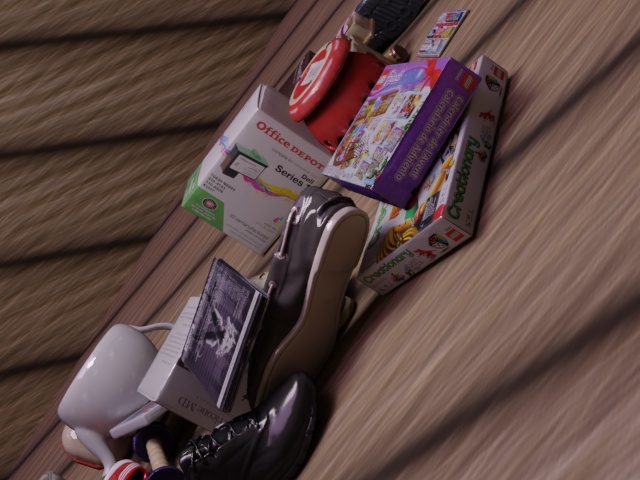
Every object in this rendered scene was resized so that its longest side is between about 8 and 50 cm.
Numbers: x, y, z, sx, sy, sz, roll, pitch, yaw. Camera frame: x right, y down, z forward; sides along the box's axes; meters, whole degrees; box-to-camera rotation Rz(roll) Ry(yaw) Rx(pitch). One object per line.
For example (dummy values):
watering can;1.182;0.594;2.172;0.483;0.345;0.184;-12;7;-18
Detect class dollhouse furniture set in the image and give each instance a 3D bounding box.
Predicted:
dollhouse furniture set;0.058;-0.318;1.834;0.182;0.101;0.161;-47;26;39

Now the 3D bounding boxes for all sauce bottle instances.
sauce bottle;0.120;-0.326;1.836;0.128;0.042;0.042;-46;20;41

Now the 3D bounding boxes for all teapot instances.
teapot;-0.394;0.303;1.916;0.256;0.187;0.252;-58;3;14

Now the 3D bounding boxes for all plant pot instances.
plant pot;0.049;-0.244;1.662;0.191;0.174;0.191;-52;18;25

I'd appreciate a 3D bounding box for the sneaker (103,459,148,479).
sneaker;-0.391;0.502;1.724;0.128;0.087;0.221;-26;36;63

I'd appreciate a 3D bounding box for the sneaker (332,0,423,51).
sneaker;0.107;-0.468;2.003;0.319;0.112;0.131;-41;26;41

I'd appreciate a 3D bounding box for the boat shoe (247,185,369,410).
boat shoe;-0.032;0.085;1.285;0.095;0.112;0.335;37;113;39

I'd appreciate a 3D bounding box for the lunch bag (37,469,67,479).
lunch bag;-0.289;0.463;1.203;0.213;0.256;0.305;-56;17;-5

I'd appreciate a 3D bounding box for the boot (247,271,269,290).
boot;-0.033;0.077;1.452;0.165;0.077;0.213;-15;-9;24

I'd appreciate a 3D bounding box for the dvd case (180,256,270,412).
dvd case;-0.138;0.125;1.321;0.221;0.018;0.165;28;100;65

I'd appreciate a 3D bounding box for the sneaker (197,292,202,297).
sneaker;-0.212;0.143;1.860;0.092;0.087;0.228;-57;18;-5

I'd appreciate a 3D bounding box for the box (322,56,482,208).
box;0.106;-0.157;1.346;0.201;0.057;0.293;-59;15;1

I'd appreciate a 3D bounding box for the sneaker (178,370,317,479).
sneaker;-0.110;0.284;1.231;0.286;0.130;0.109;-55;16;4

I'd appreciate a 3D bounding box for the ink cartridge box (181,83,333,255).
ink cartridge box;-0.116;-0.138;1.885;0.278;0.201;0.117;-48;19;27

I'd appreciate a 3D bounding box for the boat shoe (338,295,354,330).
boat shoe;-0.013;0.132;1.364;0.152;0.049;0.056;-52;16;16

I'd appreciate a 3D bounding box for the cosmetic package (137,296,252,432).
cosmetic package;-0.176;0.205;1.527;0.184;0.151;0.151;-63;17;-13

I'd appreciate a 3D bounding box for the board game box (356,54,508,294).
board game box;0.155;-0.090;1.280;0.193;0.053;0.305;-40;24;48

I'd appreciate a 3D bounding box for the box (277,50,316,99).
box;-0.085;-0.198;2.028;0.381;0.143;0.191;-48;19;25

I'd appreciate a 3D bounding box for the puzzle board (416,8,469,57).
puzzle board;0.216;-0.372;1.693;0.096;0.011;0.128;-57;16;3

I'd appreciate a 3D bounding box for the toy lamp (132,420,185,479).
toy lamp;-0.284;0.382;1.654;0.080;0.080;0.274;-58;18;0

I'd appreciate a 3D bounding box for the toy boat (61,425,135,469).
toy boat;-0.458;0.400;2.065;0.151;0.151;0.231;94;-166;-55

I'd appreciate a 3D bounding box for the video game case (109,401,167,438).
video game case;-0.288;0.298;1.760;0.183;0.023;0.201;-34;1;-34
